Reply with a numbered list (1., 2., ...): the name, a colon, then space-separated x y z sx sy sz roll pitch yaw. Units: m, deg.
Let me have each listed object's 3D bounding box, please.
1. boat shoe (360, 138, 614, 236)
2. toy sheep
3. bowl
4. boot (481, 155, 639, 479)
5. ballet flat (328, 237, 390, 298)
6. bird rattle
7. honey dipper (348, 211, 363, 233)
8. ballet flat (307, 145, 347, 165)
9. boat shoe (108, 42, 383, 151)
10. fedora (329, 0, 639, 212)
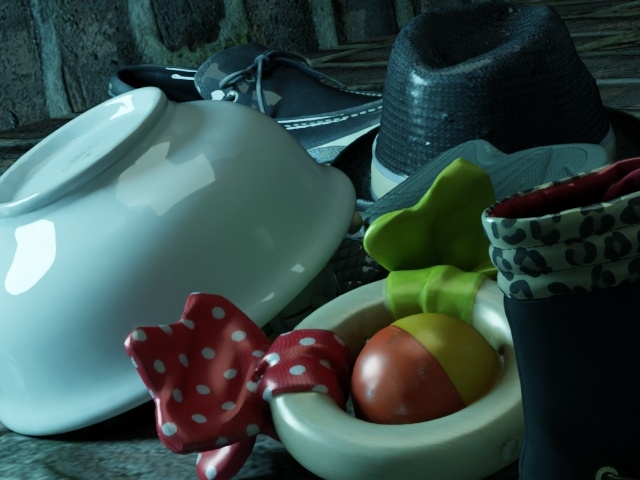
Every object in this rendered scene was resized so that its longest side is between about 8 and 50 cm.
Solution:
1. boat shoe: 0.130 -0.008 1.315 0.118 0.103 0.320 -37 16 -23
2. toy sheep: -0.034 0.037 1.249 0.091 0.091 0.132 -20 29 -37
3. bowl: -0.134 -0.011 1.191 0.298 0.134 0.298 -29 21 12
4. boot: 0.185 0.048 0.729 0.236 0.179 0.085 -13 11 -9
5. ballet flat: -0.004 0.022 1.354 0.049 0.057 0.173 -32 18 -26
6. bird rattle: 0.033 0.064 0.960 0.253 0.143 0.207 -20 31 -27
7. honey dipper: 0.000 0.000 1.409 0.030 0.030 0.160 -15 -5 -20
8. ballet flat: 0.036 -0.061 1.712 0.188 0.070 0.070 -13 11 -1
9. boat shoe: -0.073 -0.150 2.022 0.500 0.156 0.187 1 15 42
10. fedora: 0.156 -0.129 1.579 0.334 0.153 0.334 -4 23 2
